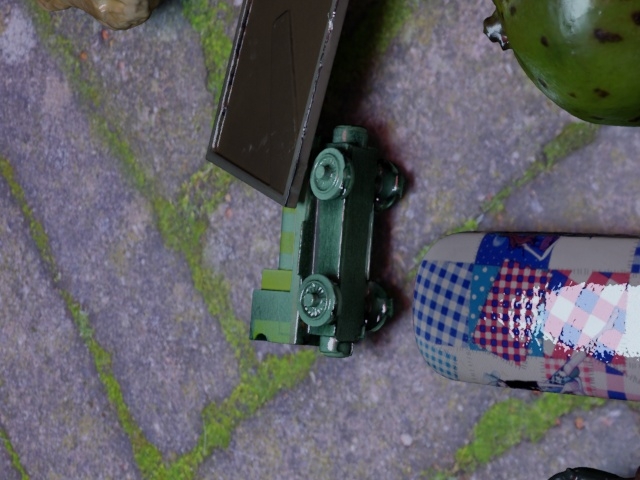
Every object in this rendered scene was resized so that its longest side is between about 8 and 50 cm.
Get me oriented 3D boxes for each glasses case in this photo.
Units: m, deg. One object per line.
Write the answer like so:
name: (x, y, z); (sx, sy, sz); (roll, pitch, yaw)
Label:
glasses case: (0.212, 0.057, 1.208); (0.327, 0.076, 0.125); (3, 91, 37)

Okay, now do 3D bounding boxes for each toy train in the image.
toy train: (0.001, 0.000, 1.369); (0.132, 0.083, 0.200); (1, 84, 49)

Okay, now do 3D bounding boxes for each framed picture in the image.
framed picture: (-0.035, -0.170, 1.389); (0.184, 0.016, 0.250); (31, 110, 59)

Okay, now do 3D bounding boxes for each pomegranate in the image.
pomegranate: (0.241, -0.192, 1.116); (0.263, 0.211, 0.211); (-16, 80, 8)

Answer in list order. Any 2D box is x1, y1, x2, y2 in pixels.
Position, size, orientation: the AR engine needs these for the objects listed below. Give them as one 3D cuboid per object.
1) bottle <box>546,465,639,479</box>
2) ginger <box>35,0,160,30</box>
bottle: (0.270, 0.241, 1.126); (0.271, 0.143, 0.156); (20, 103, 37)
ginger: (-0.248, -0.347, 1.535); (0.190, 0.126, 0.354); (-44, 62, 41)
